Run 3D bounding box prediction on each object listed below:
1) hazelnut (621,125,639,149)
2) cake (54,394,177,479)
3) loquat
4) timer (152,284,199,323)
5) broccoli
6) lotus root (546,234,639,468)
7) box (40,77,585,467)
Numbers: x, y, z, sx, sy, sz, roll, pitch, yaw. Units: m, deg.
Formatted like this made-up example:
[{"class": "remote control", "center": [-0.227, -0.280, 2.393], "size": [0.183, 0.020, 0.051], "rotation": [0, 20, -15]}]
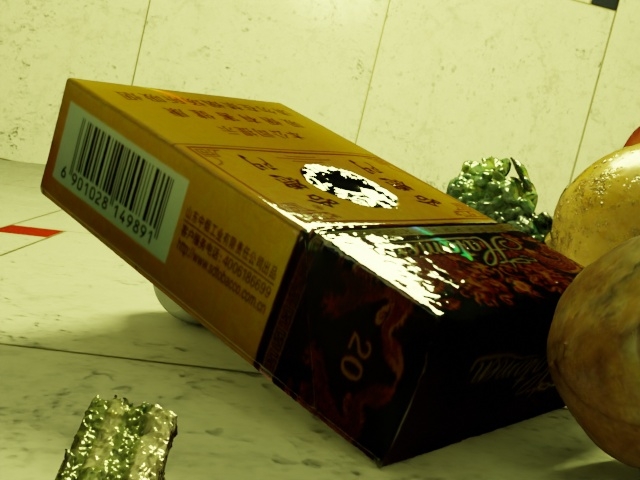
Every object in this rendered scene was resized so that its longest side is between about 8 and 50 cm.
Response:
[{"class": "hazelnut", "center": [0.615, -0.055, 1.292], "size": [0.409, 0.359, 0.359], "rotation": [-3, 8, -4]}, {"class": "cake", "center": [-0.102, 0.116, 0.427], "size": [0.051, 0.055, 0.140], "rotation": [13, 9, 0]}, {"class": "loquat", "center": [0.362, 0.006, 1.016], "size": [0.235, 0.235, 0.235], "rotation": [6, 7, -1]}, {"class": "timer", "center": [-0.091, 0.036, 0.909], "size": [0.136, 0.099, 0.136], "rotation": [20, 12, -4]}, {"class": "broccoli", "center": [0.244, -0.010, 1.223], "size": [0.177, 0.198, 0.275], "rotation": [-40, -25, 25]}, {"class": "lotus root", "center": [0.218, 0.082, 0.568], "size": [0.199, 0.188, 0.180], "rotation": [-21, -1, -30]}, {"class": "box", "center": [0.000, 0.001, 0.756], "size": [0.415, 0.115, 0.264], "rotation": [33, 21, 36]}]
